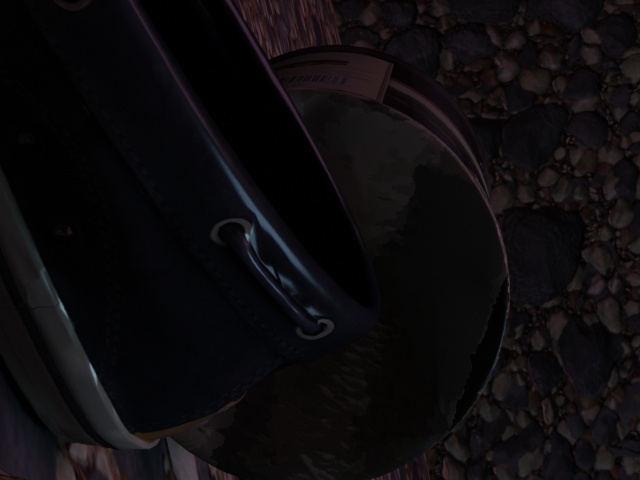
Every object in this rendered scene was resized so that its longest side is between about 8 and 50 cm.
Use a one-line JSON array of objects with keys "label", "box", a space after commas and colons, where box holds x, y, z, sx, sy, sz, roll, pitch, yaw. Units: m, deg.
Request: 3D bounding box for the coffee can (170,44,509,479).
[{"label": "coffee can", "box": [0.000, 0.000, 0.894, 0.275, 0.202, 0.201, -69, 146, -78]}]

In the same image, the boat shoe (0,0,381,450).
[{"label": "boat shoe", "box": [-0.095, -0.134, 0.550, 0.187, 0.156, 0.500, -91, 165, -55]}]

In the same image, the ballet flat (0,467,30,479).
[{"label": "ballet flat", "box": [-0.076, 0.109, 0.416, 0.348, 0.123, 0.123, 42, 34, -66]}]
